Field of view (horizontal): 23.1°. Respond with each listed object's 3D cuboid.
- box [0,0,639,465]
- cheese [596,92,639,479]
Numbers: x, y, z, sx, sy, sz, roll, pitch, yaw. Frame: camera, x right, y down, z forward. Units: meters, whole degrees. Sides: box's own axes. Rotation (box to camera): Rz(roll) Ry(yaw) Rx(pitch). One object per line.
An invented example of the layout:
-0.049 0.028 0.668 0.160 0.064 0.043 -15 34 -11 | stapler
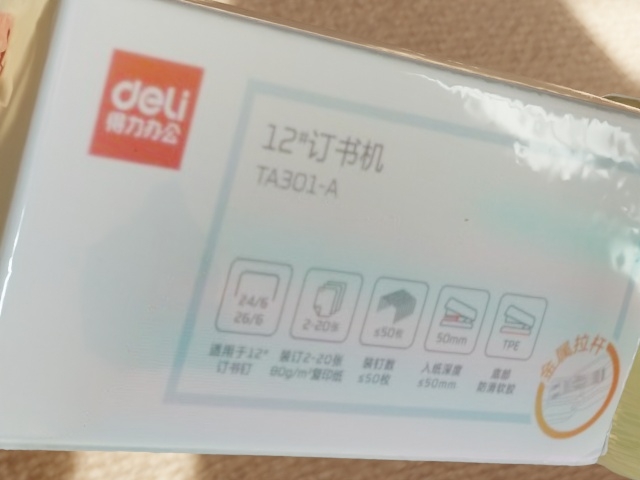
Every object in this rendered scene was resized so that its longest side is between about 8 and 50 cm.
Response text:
0.000 0.000 0.509 0.269 0.079 0.135 7 102 -38 | box
0.261 0.059 0.802 0.265 0.242 0.124 16 64 29 | cheese
